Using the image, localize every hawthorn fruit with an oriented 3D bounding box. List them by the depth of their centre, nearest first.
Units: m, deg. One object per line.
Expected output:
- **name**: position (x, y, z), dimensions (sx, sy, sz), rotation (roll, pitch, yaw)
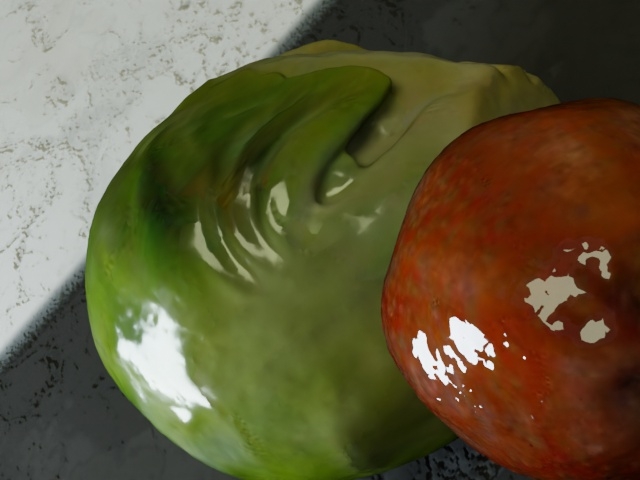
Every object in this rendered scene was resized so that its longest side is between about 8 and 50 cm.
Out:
- **hawthorn fruit**: position (0.149, 0.037, 0.824), dimensions (0.210, 0.210, 0.262), rotation (-56, 23, 2)

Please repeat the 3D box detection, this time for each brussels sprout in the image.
- **brussels sprout**: position (0.000, 0.000, 1.071), dimensions (0.344, 0.268, 0.344), rotation (-24, 48, 30)
